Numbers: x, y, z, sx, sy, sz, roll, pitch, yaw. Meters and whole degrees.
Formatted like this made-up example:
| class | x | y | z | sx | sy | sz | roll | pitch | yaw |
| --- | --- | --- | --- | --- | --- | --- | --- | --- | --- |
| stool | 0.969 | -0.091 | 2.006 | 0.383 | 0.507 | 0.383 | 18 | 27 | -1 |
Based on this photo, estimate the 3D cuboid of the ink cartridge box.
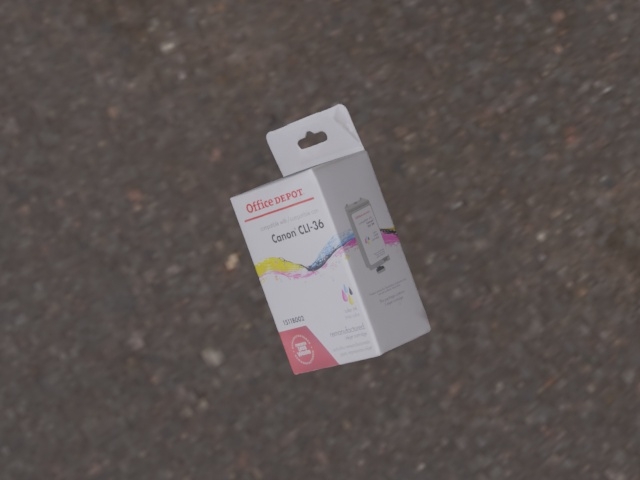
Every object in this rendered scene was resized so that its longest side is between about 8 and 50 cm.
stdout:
| class | x | y | z | sx | sy | sz | roll | pitch | yaw |
| --- | --- | --- | --- | --- | --- | --- | --- | --- | --- |
| ink cartridge box | 0.000 | 0.000 | 1.469 | 0.115 | 0.067 | 0.198 | -18 | 93 | 49 |
